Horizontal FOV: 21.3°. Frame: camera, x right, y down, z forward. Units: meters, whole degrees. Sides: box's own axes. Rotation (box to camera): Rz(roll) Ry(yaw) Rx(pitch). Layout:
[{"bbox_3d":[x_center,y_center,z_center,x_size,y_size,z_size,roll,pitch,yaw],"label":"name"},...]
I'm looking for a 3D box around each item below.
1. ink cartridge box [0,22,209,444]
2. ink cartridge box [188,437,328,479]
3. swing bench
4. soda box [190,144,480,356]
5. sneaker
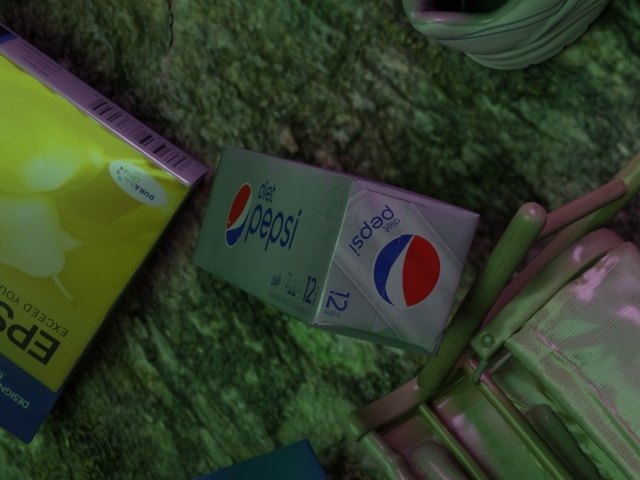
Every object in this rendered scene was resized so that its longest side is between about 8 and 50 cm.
[{"bbox_3d":[-0.297,-0.019,1.392,0.303,0.072,0.307,34,107,1],"label":"ink cartridge box"},{"bbox_3d":[-0.066,0.326,1.248,0.270,0.197,0.198,62,141,17],"label":"ink cartridge box"},{"bbox_3d":[0.190,0.125,1.101,0.253,0.165,0.255,51,134,17],"label":"swing bench"},{"bbox_3d":[0.000,0.000,1.155,0.286,0.091,0.098,-161,87,-70],"label":"soda box"},{"bbox_3d":[0.179,-0.201,1.078,0.297,0.129,0.111,-38,74,31],"label":"sneaker"}]
